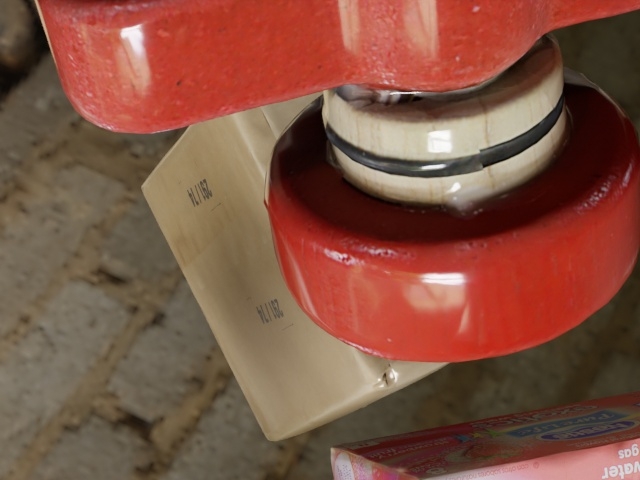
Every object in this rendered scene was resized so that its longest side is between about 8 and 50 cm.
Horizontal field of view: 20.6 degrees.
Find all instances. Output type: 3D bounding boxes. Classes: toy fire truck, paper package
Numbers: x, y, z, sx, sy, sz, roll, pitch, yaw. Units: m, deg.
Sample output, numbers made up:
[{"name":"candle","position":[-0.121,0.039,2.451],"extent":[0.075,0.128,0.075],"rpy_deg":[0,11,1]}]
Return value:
[{"name":"toy fire truck","position":[0.062,-0.121,0.496],"extent":[0.302,0.254,0.169],"rpy_deg":[-16,126,-7]},{"name":"paper package","position":[0.000,0.000,1.611],"extent":[0.168,0.310,0.325],"rpy_deg":[-24,173,-22]}]

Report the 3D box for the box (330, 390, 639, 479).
[{"name":"box","position":[0.175,0.176,1.068],"extent":[0.299,0.154,0.142],"rpy_deg":[-8,93,-20]}]
